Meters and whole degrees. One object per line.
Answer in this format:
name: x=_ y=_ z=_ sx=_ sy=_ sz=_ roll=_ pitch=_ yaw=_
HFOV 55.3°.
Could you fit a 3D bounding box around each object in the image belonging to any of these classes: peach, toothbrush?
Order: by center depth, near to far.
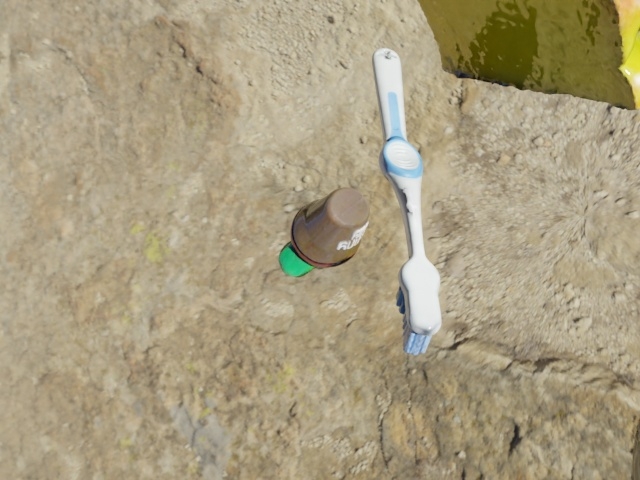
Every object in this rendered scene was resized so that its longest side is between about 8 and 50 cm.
toothbrush: x=0.067 y=-0.073 z=0.517 sx=0.040 sy=0.040 sz=0.386 roll=-23 pitch=40 yaw=22
peach: x=0.275 y=-0.328 z=0.709 sx=0.306 sy=0.243 sz=0.380 roll=-36 pitch=35 yaw=-14

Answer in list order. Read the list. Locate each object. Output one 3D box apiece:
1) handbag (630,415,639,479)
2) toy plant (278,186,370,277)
handbag: x=0.383 y=0.143 z=0.437 sx=0.240 sy=0.340 sz=0.248 roll=10 pitch=117 yaw=43
toy plant: x=0.000 y=0.000 z=0.921 sx=0.105 sy=0.143 sz=0.200 roll=45 pitch=143 yaw=5
